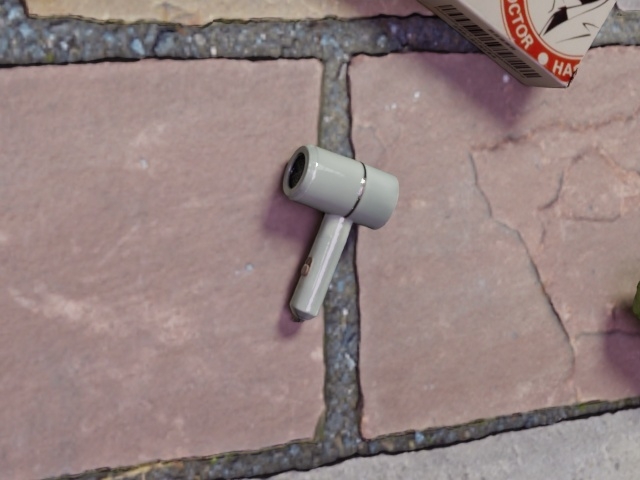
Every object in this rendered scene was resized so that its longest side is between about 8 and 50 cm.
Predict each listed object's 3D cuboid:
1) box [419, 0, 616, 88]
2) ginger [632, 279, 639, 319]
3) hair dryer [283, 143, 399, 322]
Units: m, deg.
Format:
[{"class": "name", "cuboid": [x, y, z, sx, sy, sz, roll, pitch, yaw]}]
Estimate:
[{"class": "box", "cuboid": [0.109, -0.303, 1.141, 0.353, 0.069, 0.214, 34, 82, -26]}, {"class": "ginger", "cuboid": [0.389, -0.008, 1.296, 0.290, 0.089, 0.137, -32, 90, -14]}, {"class": "hair dryer", "cuboid": [0.000, 0.000, 1.143, 0.082, 0.047, 0.137, 18, 96, -25]}]
